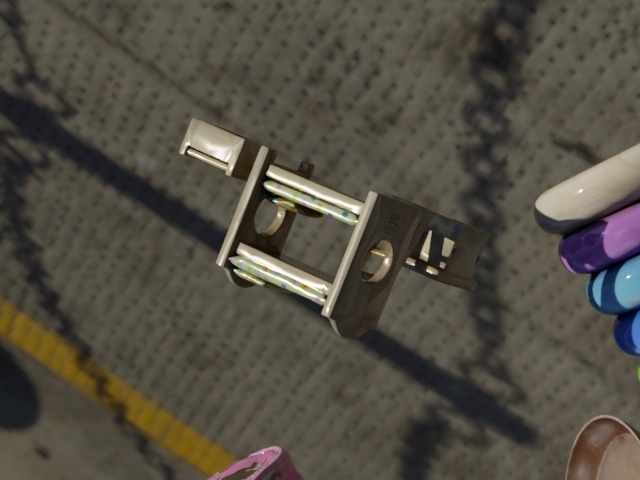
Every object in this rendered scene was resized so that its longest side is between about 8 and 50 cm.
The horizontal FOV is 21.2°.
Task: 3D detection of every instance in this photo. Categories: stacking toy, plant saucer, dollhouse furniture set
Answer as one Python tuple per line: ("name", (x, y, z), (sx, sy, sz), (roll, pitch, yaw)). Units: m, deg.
("stacking toy", (0.286, 0.086, 1.239), (0.141, 0.141, 0.330), (-29, 88, 48))
("plant saucer", (0.239, 0.219, 1.335), (0.029, 0.168, 0.168), (-3, 145, -18))
("dollhouse furniture set", (0.000, 0.000, 1.260), (0.182, 0.101, 0.161), (24, -176, 37))

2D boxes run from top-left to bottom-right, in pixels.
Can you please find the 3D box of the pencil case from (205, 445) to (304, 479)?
("pencil case", (-0.013, 0.407, 1.826), (0.386, 0.160, 0.167), (59, 173, -6))
